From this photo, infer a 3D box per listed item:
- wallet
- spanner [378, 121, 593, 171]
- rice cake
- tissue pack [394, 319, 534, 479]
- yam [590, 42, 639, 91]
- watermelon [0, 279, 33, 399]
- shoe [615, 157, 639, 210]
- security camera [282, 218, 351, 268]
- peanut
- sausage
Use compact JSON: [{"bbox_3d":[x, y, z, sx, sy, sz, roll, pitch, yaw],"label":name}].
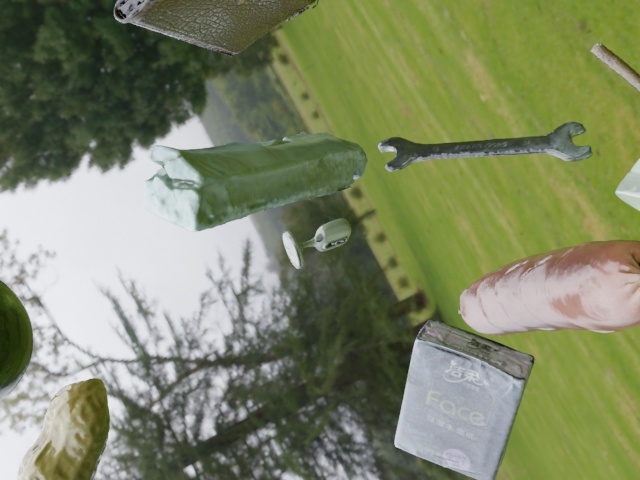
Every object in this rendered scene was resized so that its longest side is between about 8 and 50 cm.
[{"bbox_3d":[-0.102,-0.255,0.894,0.039,0.133,0.243,61,-160,8],"label":"wallet"},{"bbox_3d":[0.191,-0.110,1.006,0.015,0.254,0.054,57,-144,-55],"label":"spanner"},{"bbox_3d":[-0.046,-0.065,0.809,0.066,0.063,0.336,23,-162,20],"label":"rice cake"},{"bbox_3d":[0.140,0.163,0.848,0.051,0.112,0.156,-49,-28,-50],"label":"tissue pack"},{"bbox_3d":[0.640,-0.369,1.801,0.145,0.032,0.032,40,177,1],"label":"yam"},{"bbox_3d":[-0.594,0.164,1.382,0.242,0.242,0.242,62,178,4],"label":"watermelon"},{"bbox_3d":[0.402,-0.067,0.848,0.095,0.110,0.265,30,180,-17],"label":"shoe"},{"bbox_3d":[0.000,0.000,1.163,0.058,0.092,0.058,160,90,-74],"label":"security camera"},{"bbox_3d":[-0.310,0.256,1.020,0.093,0.194,0.083,14,-174,-34],"label":"peanut"},{"bbox_3d":[0.226,0.053,0.845,0.088,0.088,0.433,62,168,2],"label":"sausage"}]
